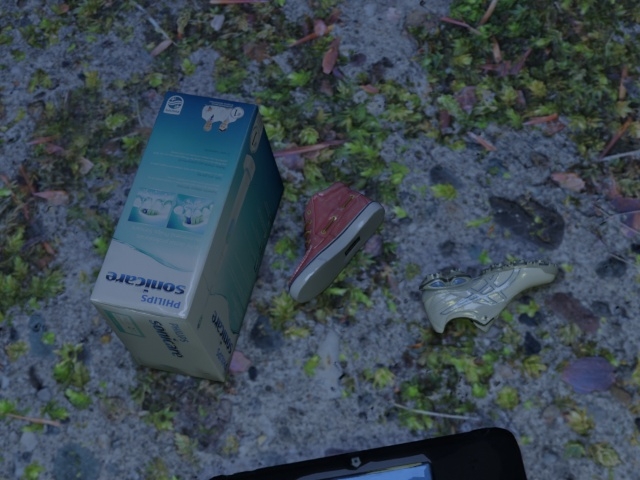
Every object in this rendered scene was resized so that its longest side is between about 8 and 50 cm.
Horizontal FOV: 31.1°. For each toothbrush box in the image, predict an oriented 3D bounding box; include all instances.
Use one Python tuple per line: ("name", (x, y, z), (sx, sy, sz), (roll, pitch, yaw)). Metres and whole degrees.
("toothbrush box", (-0.155, -0.002, 1.439), (0.126, 0.216, 0.295), (9, 66, 13))

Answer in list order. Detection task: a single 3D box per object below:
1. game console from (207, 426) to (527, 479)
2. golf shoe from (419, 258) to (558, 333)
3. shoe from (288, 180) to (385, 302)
("game console", (0.064, 0.399, 1.297), (0.387, 0.060, 0.342), (-10, 63, 2))
("golf shoe", (0.216, 0.071, 1.449), (0.176, 0.069, 0.086), (-11, 83, 5))
("shoe", (0.000, 0.000, 1.506), (0.081, 0.063, 0.178), (34, 67, 23))
